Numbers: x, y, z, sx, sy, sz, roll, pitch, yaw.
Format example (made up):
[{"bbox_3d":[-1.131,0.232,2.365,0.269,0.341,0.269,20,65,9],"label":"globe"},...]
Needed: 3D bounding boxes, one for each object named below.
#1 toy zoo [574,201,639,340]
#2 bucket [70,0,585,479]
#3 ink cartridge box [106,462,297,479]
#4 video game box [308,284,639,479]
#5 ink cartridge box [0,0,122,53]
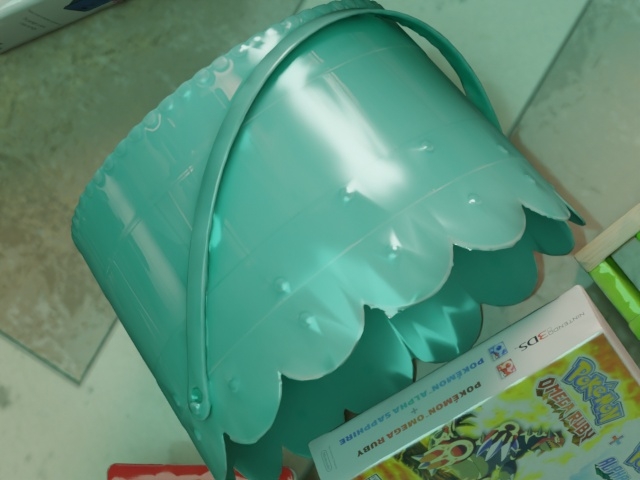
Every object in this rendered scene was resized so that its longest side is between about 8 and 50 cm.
[{"bbox_3d":[0.321,0.064,1.085,0.192,0.030,0.293,-41,82,18],"label":"toy zoo"},{"bbox_3d":[0.000,0.000,1.053,0.281,0.281,0.183,-40,77,9],"label":"bucket"},{"bbox_3d":[-0.069,0.258,1.156,0.134,0.078,0.231,0,90,11],"label":"ink cartridge box"},{"bbox_3d":[0.123,0.141,1.066,0.187,0.205,0.048,-33,42,9],"label":"video game box"},{"bbox_3d":[-0.164,-0.236,1.173,0.212,0.093,0.154,-21,85,9],"label":"ink cartridge box"}]
